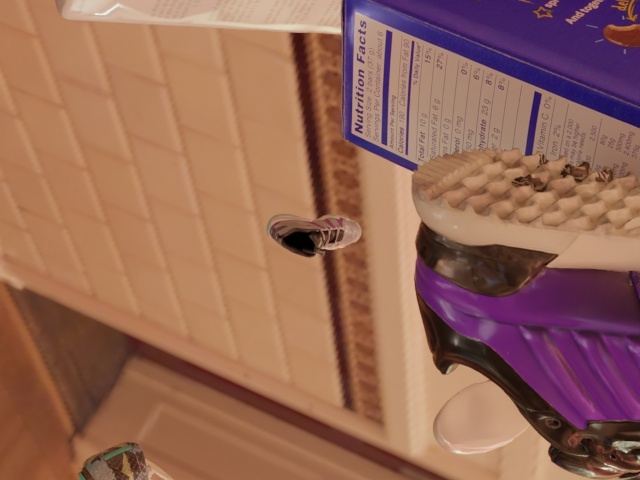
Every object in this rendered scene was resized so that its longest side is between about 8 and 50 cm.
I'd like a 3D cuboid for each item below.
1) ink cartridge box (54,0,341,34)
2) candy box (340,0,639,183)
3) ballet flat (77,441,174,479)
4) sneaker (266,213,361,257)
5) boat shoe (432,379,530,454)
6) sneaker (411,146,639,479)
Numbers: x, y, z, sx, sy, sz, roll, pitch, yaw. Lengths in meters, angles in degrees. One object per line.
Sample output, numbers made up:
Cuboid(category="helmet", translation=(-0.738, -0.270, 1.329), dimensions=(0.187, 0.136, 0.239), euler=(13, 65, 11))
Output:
Cuboid(category="ink cartridge box", translation=(0.020, -0.268, 1.006), dimensions=(0.308, 0.385, 0.091), euler=(130, -48, -57))
Cuboid(category="candy box", translation=(0.212, -0.102, 0.843), dimensions=(0.268, 0.317, 0.122), euler=(-35, 142, -40))
Cuboid(category="ballet flat", translation=(-0.144, 0.240, 1.201), dimensions=(0.070, 0.070, 0.188), euler=(-57, 146, -29))
Cuboid(category="sneaker", translation=(0.000, 0.000, 1.365), dimensions=(0.069, 0.098, 0.038), euler=(-130, -138, -65))
Cuboid(category="boat shoe", translation=(0.174, 0.158, 1.330), dimensions=(0.184, 0.066, 0.063), euler=(-31, 167, -34))
Cuboid(category="sneaker", translation=(0.175, 0.057, 0.667), dimensions=(0.102, 0.293, 0.146), euler=(-30, 131, -49))
